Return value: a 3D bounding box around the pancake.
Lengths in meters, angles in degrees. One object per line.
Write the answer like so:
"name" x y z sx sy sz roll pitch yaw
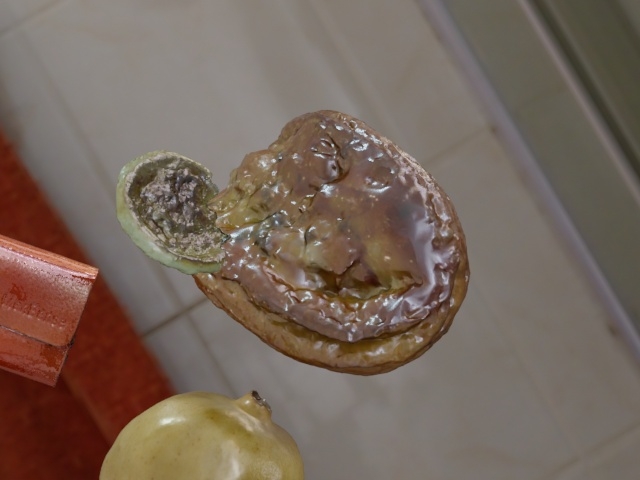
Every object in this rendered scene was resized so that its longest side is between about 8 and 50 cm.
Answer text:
"pancake" -0.134 -0.025 1.644 0.116 0.129 0.022 3 -33 -40

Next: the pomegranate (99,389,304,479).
"pomegranate" -0.133 0.281 2.084 0.233 0.233 0.233 -30 -1 -1

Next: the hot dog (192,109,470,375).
"hot dog" 0.000 0.000 2.045 0.267 0.174 0.387 -49 43 -3

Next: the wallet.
"wallet" -0.354 0.062 1.936 0.045 0.204 0.142 -112 43 -77
